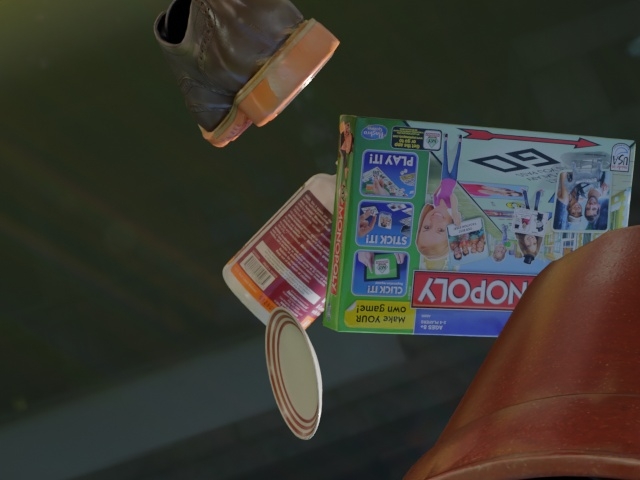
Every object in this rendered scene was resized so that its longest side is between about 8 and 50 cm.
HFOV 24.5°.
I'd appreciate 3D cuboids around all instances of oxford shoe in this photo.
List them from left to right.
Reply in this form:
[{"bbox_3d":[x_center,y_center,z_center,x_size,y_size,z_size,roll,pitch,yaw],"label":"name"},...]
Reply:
[{"bbox_3d":[-0.084,-0.179,1.365,0.130,0.132,0.363,-49,-171,-11],"label":"oxford shoe"}]

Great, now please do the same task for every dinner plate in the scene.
[{"bbox_3d":[-0.025,0.137,1.536,0.017,0.141,0.141,-10,158,-24],"label":"dinner plate"}]

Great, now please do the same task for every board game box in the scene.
[{"bbox_3d":[0.165,-0.010,1.500,0.317,0.214,0.046,3,-175,-21],"label":"board game box"}]

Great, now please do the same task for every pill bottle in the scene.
[{"bbox_3d":[0.000,0.000,1.718,0.221,0.121,0.121,-45,157,5],"label":"pill bottle"}]

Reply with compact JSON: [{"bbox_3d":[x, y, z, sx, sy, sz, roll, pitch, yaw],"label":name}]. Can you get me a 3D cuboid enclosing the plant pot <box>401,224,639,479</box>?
[{"bbox_3d":[0.163,0.139,0.731,0.272,0.272,0.265,-32,-166,32],"label":"plant pot"}]
